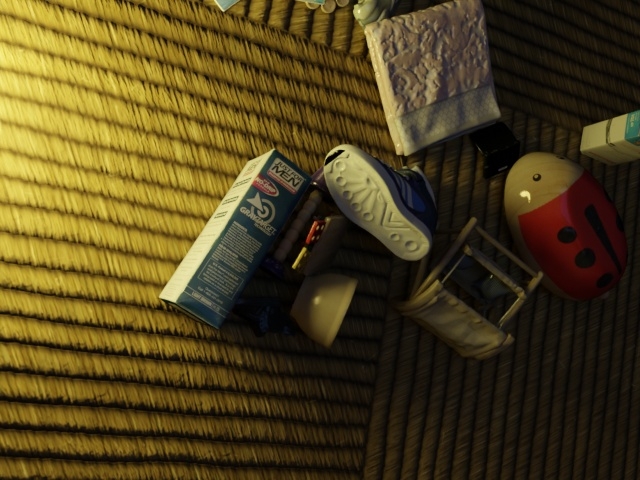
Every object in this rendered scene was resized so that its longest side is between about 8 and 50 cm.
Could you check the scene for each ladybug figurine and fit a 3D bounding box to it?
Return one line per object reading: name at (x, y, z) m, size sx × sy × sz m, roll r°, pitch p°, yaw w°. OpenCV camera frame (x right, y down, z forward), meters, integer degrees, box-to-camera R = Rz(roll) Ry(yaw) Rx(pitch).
ladybug figurine at (0.658, -0.032, 1.595) m, size 0.305 × 0.162 × 0.449 m, roll -42°, pitch 104°, yaw -20°

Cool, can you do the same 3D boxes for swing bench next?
swing bench at (0.346, 0.120, 1.448) m, size 0.253 × 0.165 × 0.255 m, roll 35°, pitch 75°, yaw -20°

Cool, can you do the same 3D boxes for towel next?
towel at (0.284, -0.397, 1.477) m, size 0.331 × 0.053 × 0.317 m, roll -23°, pitch 106°, yaw -24°

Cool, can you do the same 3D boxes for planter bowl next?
planter bowl at (0.001, 0.135, 1.308) m, size 0.109 × 0.162 × 0.162 m, roll 24°, pitch 77°, yaw 2°

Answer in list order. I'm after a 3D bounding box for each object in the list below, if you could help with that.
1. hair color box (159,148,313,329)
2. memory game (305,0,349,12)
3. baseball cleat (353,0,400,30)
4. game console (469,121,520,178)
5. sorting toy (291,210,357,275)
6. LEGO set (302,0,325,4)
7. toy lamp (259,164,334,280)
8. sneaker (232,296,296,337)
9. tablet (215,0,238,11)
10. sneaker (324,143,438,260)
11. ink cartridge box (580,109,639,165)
hair color box at (-0.169, -0.003, 1.216) m, size 0.105 × 0.174 × 0.347 m, roll 36°, pitch 75°, yaw -19°
memory game at (0.010, -0.613, 1.384) m, size 0.186 × 0.012 × 0.186 m, roll -5°, pitch 105°, yaw -20°
baseball cleat at (0.163, -0.563, 1.455) m, size 0.206 × 0.072 × 0.109 m, roll -41°, pitch 118°, yaw -15°
game console at (0.451, -0.234, 1.592) m, size 0.122 × 0.071 × 0.107 m, roll -23°, pitch 127°, yaw -23°
sorting toy at (0.000, 0.000, 1.303) m, size 0.046 × 0.274 × 0.132 m, roll 28°, pitch 106°, yaw 18°
LEGO set at (-0.040, -0.621, 1.343) m, size 0.244 × 0.060 × 0.183 m, roll 2°, pitch 115°, yaw -21°
toy lamp at (-0.040, -0.046, 1.331) m, size 0.080 × 0.080 × 0.275 m, roll 38°, pitch 76°, yaw -18°
sneaker at (-0.133, 0.163, 1.291) m, size 0.170 × 0.051 × 0.089 m, roll 1°, pitch 85°, yaw -31°
tablet at (-0.195, -0.535, 1.317) m, size 0.083 × 0.006 × 0.054 m, roll -44°, pitch 105°, yaw -19°
sneaker at (0.142, -0.125, 1.368) m, size 0.323 × 0.130 × 0.236 m, roll 45°, pitch 32°, yaw -19°
ink cartridge box at (0.833, -0.275, 1.668) m, size 0.139 × 0.190 × 0.082 m, roll 16°, pitch 80°, yaw -23°
